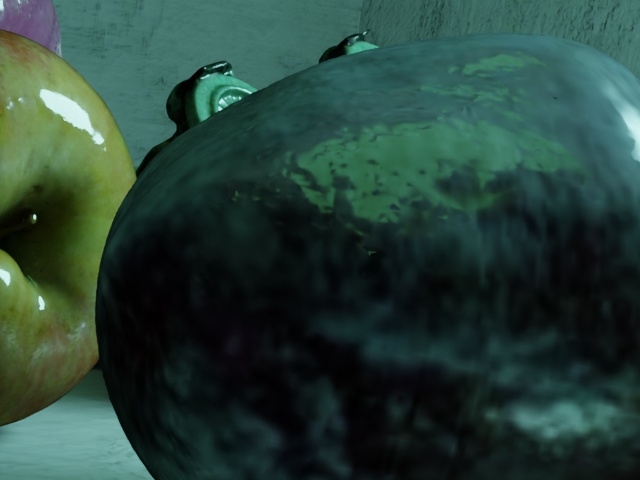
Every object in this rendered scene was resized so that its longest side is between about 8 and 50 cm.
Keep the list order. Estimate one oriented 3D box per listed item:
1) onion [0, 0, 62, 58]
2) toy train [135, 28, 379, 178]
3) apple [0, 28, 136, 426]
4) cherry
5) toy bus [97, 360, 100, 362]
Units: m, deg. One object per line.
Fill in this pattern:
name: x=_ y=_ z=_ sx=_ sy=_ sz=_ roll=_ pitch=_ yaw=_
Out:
onion: x=-0.349 y=-0.101 z=1.030 sx=0.345 sy=0.358 sz=0.358 roll=54 pitch=26 yaw=19
toy train: x=0.000 y=0.000 z=0.979 sx=0.150 sy=0.237 sz=0.369 roll=-35 pitch=-5 yaw=31
apple: x=-0.191 y=-0.002 z=0.743 sx=0.209 sy=0.209 sz=0.164 roll=2 pitch=1 yaw=-43
cherry: x=0.051 y=0.027 z=0.599 sx=0.296 sy=0.218 sz=0.255 roll=-2 pitch=36 yaw=-24
toy bus: x=-0.175 y=0.037 z=1.005 sx=0.192 sy=0.077 sz=0.065 roll=10 pitch=7 yaw=29
